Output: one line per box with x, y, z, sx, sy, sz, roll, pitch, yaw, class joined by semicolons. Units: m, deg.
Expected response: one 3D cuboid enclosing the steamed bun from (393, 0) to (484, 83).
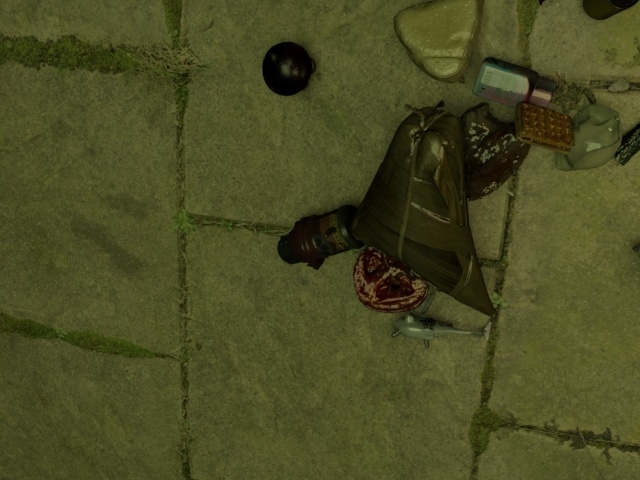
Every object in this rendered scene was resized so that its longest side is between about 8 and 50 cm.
0.310;-0.504;1.789;0.231;0.110;0.212;-3;88;22;steamed bun

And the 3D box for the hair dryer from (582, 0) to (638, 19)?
0.710;-0.656;1.617;0.090;0.135;0.278;21;94;-3;hair dryer

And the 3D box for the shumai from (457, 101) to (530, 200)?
0.430;-0.249;1.825;0.218;0.184;0.185;105;149;-48;shumai

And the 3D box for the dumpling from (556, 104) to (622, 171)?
0.665;-0.257;1.744;0.181;0.111;0.155;-13;70;31;dumpling

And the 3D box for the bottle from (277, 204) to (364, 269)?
0.000;0.000;2.032;0.271;0.143;0.156;-20;75;31;bottle

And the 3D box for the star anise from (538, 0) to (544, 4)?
0.535;-0.661;1.661;0.220;0.126;0.190;-1;110;16;star anise

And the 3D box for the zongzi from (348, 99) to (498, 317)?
0.357;-0.095;1.756;0.467;0.218;0.500;32;133;10;zongzi

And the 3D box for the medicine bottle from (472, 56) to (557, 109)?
0.489;-0.390;1.758;0.188;0.119;0.094;21;116;11;medicine bottle

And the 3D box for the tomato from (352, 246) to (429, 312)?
0.212;0.099;2.017;0.228;0.101;0.228;2;98;16;tomato

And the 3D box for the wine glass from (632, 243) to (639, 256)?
0.907;0.041;1.735;0.196;0.165;0.165;-32;94;20;wine glass

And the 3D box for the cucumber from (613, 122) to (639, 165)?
0.803;-0.268;1.726;0.058;0.058;0.187;45;116;1;cucumber

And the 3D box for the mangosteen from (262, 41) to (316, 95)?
-0.084;-0.472;1.924;0.152;0.152;0.152;5;108;17;mangosteen

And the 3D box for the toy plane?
0.346;0.266;2.019;0.273;0.107;0.182;23;117;6;toy plane

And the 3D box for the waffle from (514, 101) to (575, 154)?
0.546;-0.275;1.706;0.148;0.102;0.042;12;150;-13;waffle
